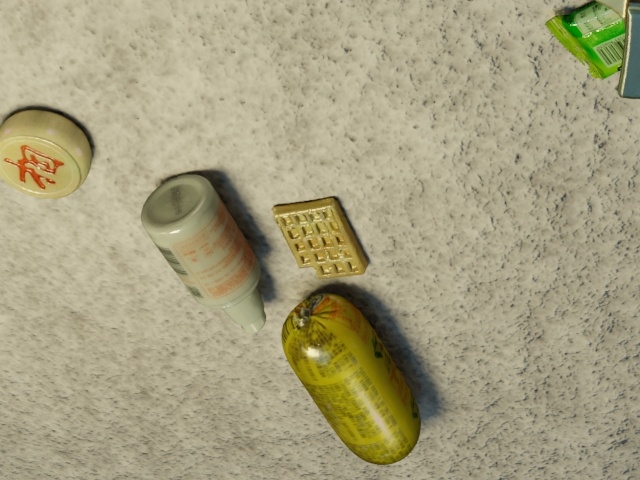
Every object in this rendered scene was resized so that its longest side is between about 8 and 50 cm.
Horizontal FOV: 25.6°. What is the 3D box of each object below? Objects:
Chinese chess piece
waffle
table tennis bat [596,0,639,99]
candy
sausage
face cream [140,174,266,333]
[{"bbox_3d":[-0.342,-0.105,1.732,0.122,0.051,0.122,5,139,5],"label":"Chinese chess piece"},{"bbox_3d":[0.000,0.000,1.809,0.092,0.021,0.135,-9,135,17],"label":"waffle"},{"bbox_3d":[0.324,-0.264,1.413,0.154,0.021,0.274,6,127,13],"label":"table tennis bat"},{"bbox_3d":[0.336,-0.232,1.475,0.178,0.032,0.102,-23,126,33],"label":"candy"},{"bbox_3d":[0.047,0.195,1.941,0.123,0.123,0.347,-11,136,22],"label":"sausage"},{"bbox_3d":[-0.131,0.033,1.810,0.101,0.101,0.252,-10,136,21],"label":"face cream"}]
